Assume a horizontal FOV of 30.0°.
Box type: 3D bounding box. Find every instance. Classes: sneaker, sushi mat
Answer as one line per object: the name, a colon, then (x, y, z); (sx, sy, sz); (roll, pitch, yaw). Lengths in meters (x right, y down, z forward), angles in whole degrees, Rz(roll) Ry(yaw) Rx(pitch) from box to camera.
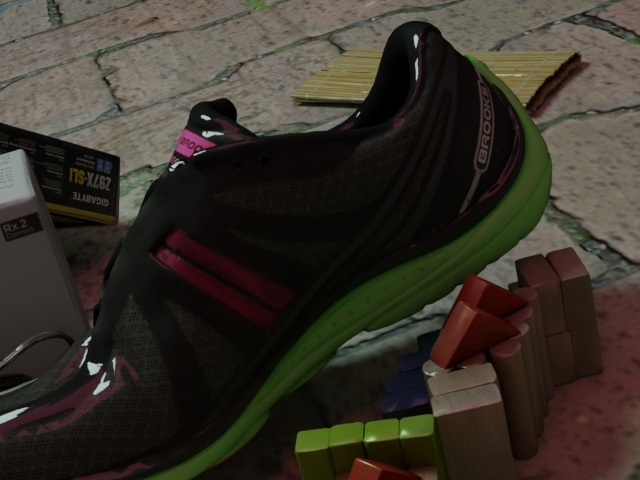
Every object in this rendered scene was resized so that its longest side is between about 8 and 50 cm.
sneaker: (-0.070, 0.016, 0.823); (0.483, 0.202, 0.185); (-36, 14, -15)
sushi mat: (0.127, -0.187, 1.372); (0.317, 0.019, 0.151); (7, 35, 36)

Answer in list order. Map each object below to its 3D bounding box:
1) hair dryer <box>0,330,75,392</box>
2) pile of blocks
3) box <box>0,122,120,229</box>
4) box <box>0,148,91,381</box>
hair dryer: (-0.287, 0.140, 0.794); (0.080, 0.223, 0.293); (-17, 38, 52)
pile of blocks: (0.070, 0.098, 0.760); (0.149, 0.112, 0.362); (4, 32, 31)
box: (-0.388, -0.064, 1.109); (0.257, 0.079, 0.322); (-1, -8, 31)
box: (-0.289, 0.048, 0.949); (0.181, 0.182, 0.119); (-18, 26, -9)
